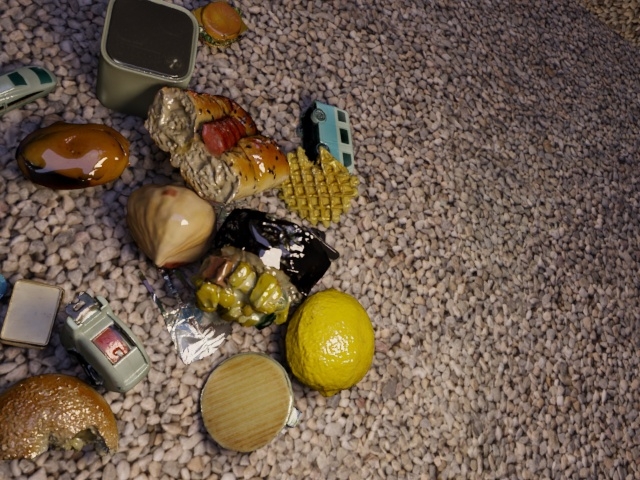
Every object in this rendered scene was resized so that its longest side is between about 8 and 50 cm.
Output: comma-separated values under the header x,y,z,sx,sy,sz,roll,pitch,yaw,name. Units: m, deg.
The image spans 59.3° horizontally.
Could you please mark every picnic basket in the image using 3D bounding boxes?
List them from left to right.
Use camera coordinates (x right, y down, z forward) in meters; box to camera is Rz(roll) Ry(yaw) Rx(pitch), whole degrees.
x,y,z,sx,sy,sz,roll,pitch,yaw,name
-0.717,0.185,1.399,0.115,0.079,0.164,16,68,-21,picnic basket

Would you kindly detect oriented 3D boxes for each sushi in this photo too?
x,y,z,sx,sy,sz,roll,pitch,yaw,name
-0.168,0.103,1.526,0.328,0.328,0.285,25,65,-9,sushi

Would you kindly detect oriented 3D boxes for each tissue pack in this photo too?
x,y,z,sx,sy,sz,roll,pitch,yaw,name
-0.124,0.482,1.576,0.111,0.085,0.079,39,63,-10,tissue pack

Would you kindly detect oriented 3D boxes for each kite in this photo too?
x,y,z,sx,sy,sz,roll,pitch,yaw,name
-0.396,0.195,1.583,0.169,0.015,0.310,-41,93,-29,kite
-0.295,-0.107,1.733,0.152,0.005,0.137,-27,87,-30,kite

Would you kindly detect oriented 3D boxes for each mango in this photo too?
x,y,z,sx,sy,sz,roll,pitch,yaw,name
-0.663,-0.229,1.516,0.287,0.152,0.201,-1,77,-25,mango

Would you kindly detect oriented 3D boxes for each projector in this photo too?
x,y,z,sx,sy,sz,roll,pitch,yaw,name
-0.506,-0.523,1.631,0.248,0.249,0.249,10,71,-22,projector

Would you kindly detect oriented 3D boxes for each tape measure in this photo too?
x,y,z,sx,sy,sz,roll,pitch,yaw,name
-0.532,0.262,1.364,0.246,0.243,0.125,51,57,-3,tape measure

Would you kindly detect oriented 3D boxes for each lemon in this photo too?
x,y,z,sx,sy,sz,roll,pitch,yaw,name
0.023,0.281,1.611,0.268,0.268,0.322,5,66,-24,lemon

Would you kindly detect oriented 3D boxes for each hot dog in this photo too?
x,y,z,sx,sy,sz,roll,pitch,yaw,name
-0.261,-0.274,1.621,0.367,0.196,0.365,51,20,10,hot dog

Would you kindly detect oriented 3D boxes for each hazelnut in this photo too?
x,y,z,sx,sy,sz,roll,pitch,yaw,name
-0.402,-0.036,1.519,0.261,0.261,0.241,35,54,-11,hazelnut

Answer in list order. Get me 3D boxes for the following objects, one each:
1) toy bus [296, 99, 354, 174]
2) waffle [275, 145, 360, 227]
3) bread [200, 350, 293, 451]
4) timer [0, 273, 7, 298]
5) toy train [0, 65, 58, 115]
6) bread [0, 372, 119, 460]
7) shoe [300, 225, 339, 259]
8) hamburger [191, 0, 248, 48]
x,y,z,sx,sy,sz,roll,pitch,yaw,name
0.026,-0.310,1.876,0.164,0.133,0.271,5,69,-29,toy bus
-0.019,-0.168,1.756,0.261,0.250,0.056,39,33,-5,waffle
-0.197,0.432,1.518,0.266,0.040,0.267,-4,63,8,bread
-0.923,0.126,1.341,0.250,0.091,0.232,41,60,-21,timer
-0.891,-0.378,1.496,0.407,0.088,0.086,-39,91,-30,toy train
-0.627,0.409,1.317,0.314,0.171,0.192,8,74,-23,bread
0.000,0.000,1.807,0.159,0.062,0.053,39,49,-9,shoe
-0.335,-0.709,1.858,0.189,0.093,0.164,-30,90,-28,hamburger
